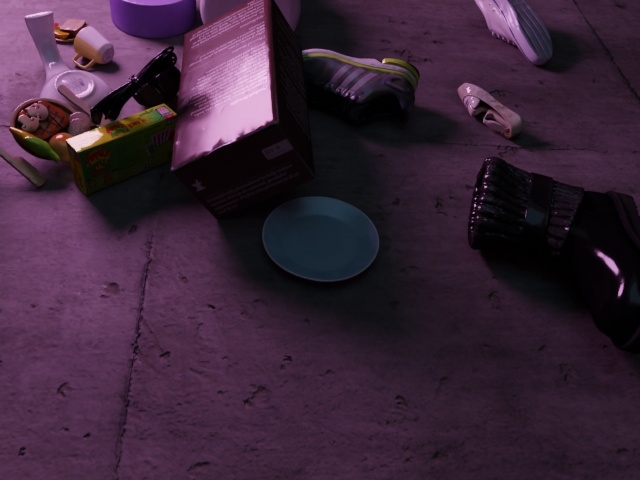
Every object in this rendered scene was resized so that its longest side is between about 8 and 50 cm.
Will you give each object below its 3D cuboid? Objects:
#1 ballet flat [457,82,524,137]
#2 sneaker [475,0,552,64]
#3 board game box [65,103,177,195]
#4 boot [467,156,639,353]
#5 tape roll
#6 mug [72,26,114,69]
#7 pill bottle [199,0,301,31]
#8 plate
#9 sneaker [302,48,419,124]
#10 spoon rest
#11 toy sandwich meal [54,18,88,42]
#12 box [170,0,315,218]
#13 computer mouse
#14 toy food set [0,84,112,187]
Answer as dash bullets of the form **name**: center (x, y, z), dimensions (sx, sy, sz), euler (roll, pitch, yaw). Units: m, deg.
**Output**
- **ballet flat**: center (0.332, -0.262, 1.380), dimensions (0.052, 0.057, 0.168), euler (-38, 60, -24)
- **sneaker**: center (0.451, -0.506, 1.614), dimensions (0.094, 0.091, 0.258), euler (-15, 71, -27)
- **board game box**: center (-0.326, -0.154, 1.153), dimensions (0.181, 0.092, 0.043), euler (-30, 55, -31)
- **boot**: center (0.361, 0.013, 1.057), dimensions (0.260, 0.131, 0.348), euler (15, 35, -3)
- **tape roll**: center (-0.370, -0.530, 1.523), dimensions (0.189, 0.080, 0.189), euler (4, 47, -4)
- **mug**: center (-0.456, -0.383, 1.393), dimensions (0.064, 0.078, 0.062), euler (34, 18, 12)
- **pill bottle**: center (-0.161, -0.591, 1.519), dimensions (0.210, 0.210, 0.363), euler (-1, 47, -9)
- **plate**: center (0.000, 0.000, 1.098), dimensions (0.188, 0.024, 0.188), euler (4, 46, -4)
- **sneaker**: center (0.046, -0.291, 1.334), dimensions (0.299, 0.111, 0.121), euler (1, 54, 0)
- **spoon rest**: center (-0.486, -0.314, 1.311), dimensions (0.137, 0.084, 0.276), euler (-21, 65, -24)
- **toy sandwich meal**: center (-0.537, -0.448, 1.453), dimensions (0.085, 0.029, 0.086), euler (4, 46, -4)
- **box**: center (-0.130, -0.240, 1.177), dimensions (0.191, 0.143, 0.381), euler (-21, 45, 17)
- **computer mouse**: center (-0.320, -0.254, 1.231), dimensions (0.184, 0.262, 0.060), euler (-40, 103, -5)
- **toy food set**: center (-0.455, -0.191, 1.167), dimensions (0.132, 0.038, 0.192), euler (40, 53, -8)
